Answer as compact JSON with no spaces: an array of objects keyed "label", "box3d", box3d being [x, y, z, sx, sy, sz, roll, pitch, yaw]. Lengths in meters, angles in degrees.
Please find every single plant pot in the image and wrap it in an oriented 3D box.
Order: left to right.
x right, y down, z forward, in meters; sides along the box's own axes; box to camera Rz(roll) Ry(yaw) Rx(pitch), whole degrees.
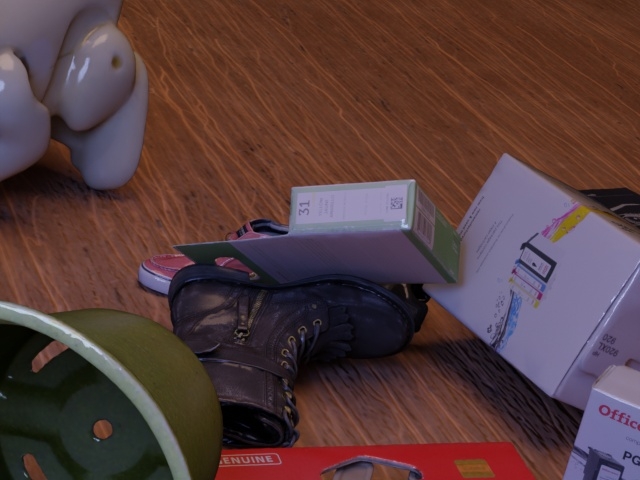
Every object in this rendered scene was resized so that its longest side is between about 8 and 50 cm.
[{"label":"plant pot","box3d":[-0.180,0.153,1.077,0.276,0.276,0.254,17,11,9]}]

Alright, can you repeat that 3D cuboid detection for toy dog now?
[{"label":"toy dog","box3d":[-0.370,-0.217,1.685,0.284,0.395,0.408,32,18,21]}]

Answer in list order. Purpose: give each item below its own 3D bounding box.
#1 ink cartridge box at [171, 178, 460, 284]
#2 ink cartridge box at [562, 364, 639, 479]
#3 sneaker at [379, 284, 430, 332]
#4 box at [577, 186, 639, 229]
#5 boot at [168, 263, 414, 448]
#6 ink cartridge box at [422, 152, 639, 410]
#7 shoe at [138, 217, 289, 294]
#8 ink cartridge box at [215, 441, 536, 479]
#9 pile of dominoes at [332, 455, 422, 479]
[{"label":"ink cartridge box","box3d":[0.000,0.000,1.536,0.235,0.056,0.171,-2,-18,20]},{"label":"ink cartridge box","box3d":[0.260,0.194,1.325,0.109,0.150,0.063,22,23,22]},{"label":"sneaker","box3d":[0.065,0.037,1.711,0.106,0.078,0.234,12,25,-10]},{"label":"box","box3d":[0.356,0.028,1.849,0.153,0.108,0.207,-4,27,-36]},{"label":"boot","box3d":[-0.037,0.118,1.461,0.263,0.091,0.229,6,28,-6]},{"label":"ink cartridge box","box3d":[0.257,0.054,1.589,0.171,0.168,0.232,24,12,-39]},{"label":"shoe","box3d":[-0.095,0.016,1.656,0.178,0.081,0.063,7,22,-15]},{"label":"ink cartridge box","box3d":[0.071,0.215,1.213,0.296,0.066,0.261,1,33,-21]},{"label":"pile of dominoes","box3d":[0.086,0.265,1.238,0.196,0.040,0.251,15,30,5]}]
